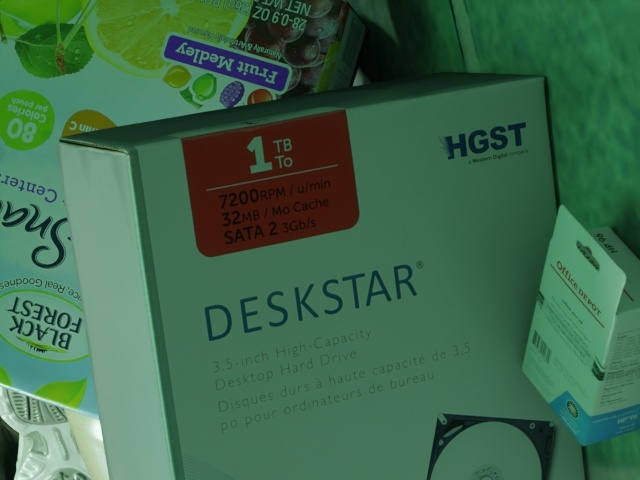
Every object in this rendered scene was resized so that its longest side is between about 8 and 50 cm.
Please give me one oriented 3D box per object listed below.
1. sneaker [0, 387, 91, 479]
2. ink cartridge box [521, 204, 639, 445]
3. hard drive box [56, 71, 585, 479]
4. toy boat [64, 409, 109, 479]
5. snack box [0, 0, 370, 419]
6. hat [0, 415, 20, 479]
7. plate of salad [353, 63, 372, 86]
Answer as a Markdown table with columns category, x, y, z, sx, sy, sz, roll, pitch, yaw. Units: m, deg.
| category | x | y | z | sx | sy | sz | roll | pitch | yaw |
| --- | --- | --- | --- | --- | --- | --- | --- | --- | --- |
| sneaker | -0.196 | 0.132 | 1.357 | 0.115 | 0.090 | 0.232 | -90 | 1 | -47 |
| ink cartridge box | 0.105 | 0.029 | 0.657 | 0.048 | 0.028 | 0.083 | 54 | 147 | 44 |
| hard drive box | 0.005 | 0.058 | 0.710 | 0.089 | 0.181 | 0.232 | 13 | 114 | 65 |
| toy boat | -0.046 | 0.129 | 0.926 | 0.267 | 0.148 | 0.318 | 90 | 164 | -69 |
| snack box | -0.092 | -0.027 | 0.789 | 0.070 | 0.174 | 0.207 | 17 | -91 | -77 |
| hat | -0.325 | 0.336 | 1.664 | 0.331 | 0.134 | 0.331 | 40 | 137 | 54 |
| plate of salad | 0.000 | 0.000 | 0.862 | 0.200 | 0.048 | 0.200 | 40 | 135 | 55 |
